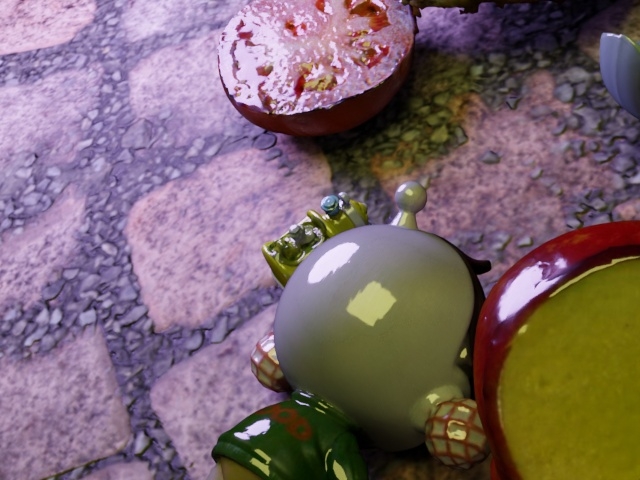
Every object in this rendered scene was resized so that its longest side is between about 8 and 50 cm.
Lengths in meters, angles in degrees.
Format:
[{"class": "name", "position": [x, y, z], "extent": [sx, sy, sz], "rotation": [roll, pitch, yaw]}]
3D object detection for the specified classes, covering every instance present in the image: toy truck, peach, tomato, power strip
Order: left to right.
[{"class": "toy truck", "position": [0.000, 0.000, 1.167], "extent": [0.111, 0.077, 0.076], "rotation": [-38, 48, -8]}, {"class": "tomato", "position": [0.005, -0.189, 1.314], "extent": [0.225, 0.085, 0.225], "rotation": [-11, 47, 12]}, {"class": "peach", "position": [0.250, 0.098, 0.865], "extent": [0.275, 0.248, 0.245], "rotation": [3, 32, 16]}, {"class": "power strip", "position": [0.354, -0.194, 1.099], "extent": [0.253, 0.167, 0.054], "rotation": [-38, 54, -13]}]

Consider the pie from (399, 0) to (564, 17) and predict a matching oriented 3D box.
[{"class": "pie", "position": [0.223, -0.350, 1.302], "extent": [0.288, 0.103, 0.354], "rotation": [20, 50, 34]}]

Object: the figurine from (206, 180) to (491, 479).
[{"class": "figurine", "position": [0.010, 0.130, 1.004], "extent": [0.281, 0.167, 0.370], "rotation": [16, 66, 50]}]
